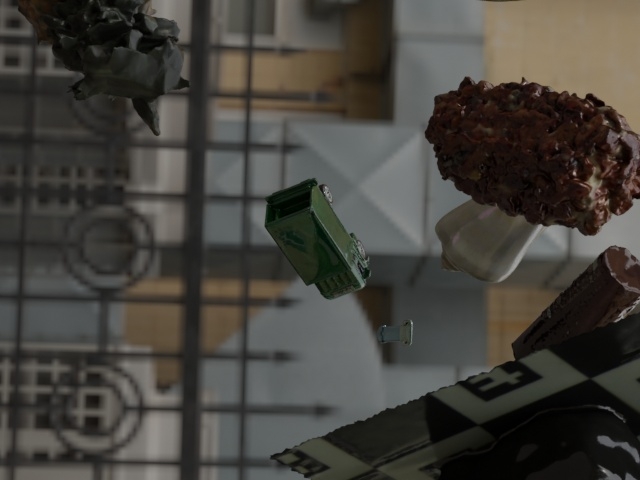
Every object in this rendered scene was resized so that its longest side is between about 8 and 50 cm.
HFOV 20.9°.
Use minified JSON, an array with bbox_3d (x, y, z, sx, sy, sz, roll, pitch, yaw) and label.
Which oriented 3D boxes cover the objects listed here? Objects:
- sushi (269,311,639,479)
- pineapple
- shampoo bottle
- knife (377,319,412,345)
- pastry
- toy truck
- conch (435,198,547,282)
[{"bbox_3d":[0.195,0.213,1.179,0.373,0.296,0.100,38,38,-41],"label":"sushi"},{"bbox_3d":[-0.183,-0.184,1.435,0.248,0.128,0.128,-119,-152,-50],"label":"pineapple"},{"bbox_3d":[0.251,0.103,1.810,0.236,0.068,0.067,-53,-128,38],"label":"shampoo bottle"},{"bbox_3d":[0.078,0.097,1.797,0.096,0.010,0.027,167,-73,-71],"label":"knife"},{"bbox_3d":[0.188,-0.076,1.525,0.115,0.208,0.097,-51,135,-25],"label":"pastry"},{"bbox_3d":[0.000,0.000,1.922,0.147,0.065,0.079,56,23,-36],"label":"toy truck"},{"bbox_3d":[0.194,-0.019,1.876,0.176,0.104,0.094,-50,-159,21],"label":"conch"}]
